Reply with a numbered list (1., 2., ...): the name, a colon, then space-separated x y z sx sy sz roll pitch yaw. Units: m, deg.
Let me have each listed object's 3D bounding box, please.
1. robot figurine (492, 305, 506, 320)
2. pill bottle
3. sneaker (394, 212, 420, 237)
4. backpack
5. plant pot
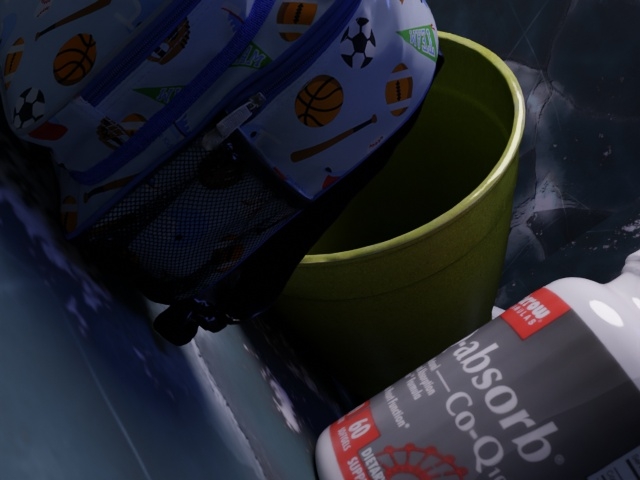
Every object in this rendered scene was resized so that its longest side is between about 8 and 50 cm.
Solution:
1. robot figurine: 0.208 0.199 1.119 0.353 0.300 0.200 19 -49 37
2. pill bottle: 0.195 0.161 0.663 0.210 0.363 0.210 56 3 -4
3. sneaker: 0.084 -0.032 1.235 0.127 0.319 0.208 20 44 -36
4. backpack: -0.068 -0.125 0.507 0.276 0.263 0.213 60 5 37
5. plant pot: 0.070 0.001 0.929 0.366 0.366 0.353 60 -6 45
